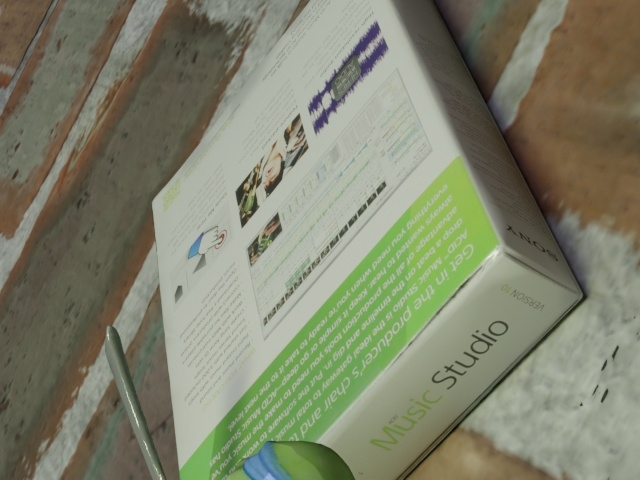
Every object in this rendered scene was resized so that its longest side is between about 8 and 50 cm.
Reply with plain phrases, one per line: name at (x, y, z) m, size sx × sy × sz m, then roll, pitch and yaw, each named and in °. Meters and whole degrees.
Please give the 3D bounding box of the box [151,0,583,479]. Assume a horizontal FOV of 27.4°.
box at (0.000, 0.000, 0.712) m, size 0.232 × 0.058 × 0.322 m, roll -49°, pitch 29°, yaw 24°

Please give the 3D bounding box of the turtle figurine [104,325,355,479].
turtle figurine at (-0.105, 0.172, 0.516) m, size 0.198 × 0.275 × 0.266 m, roll 14°, pitch -81°, yaw -83°
